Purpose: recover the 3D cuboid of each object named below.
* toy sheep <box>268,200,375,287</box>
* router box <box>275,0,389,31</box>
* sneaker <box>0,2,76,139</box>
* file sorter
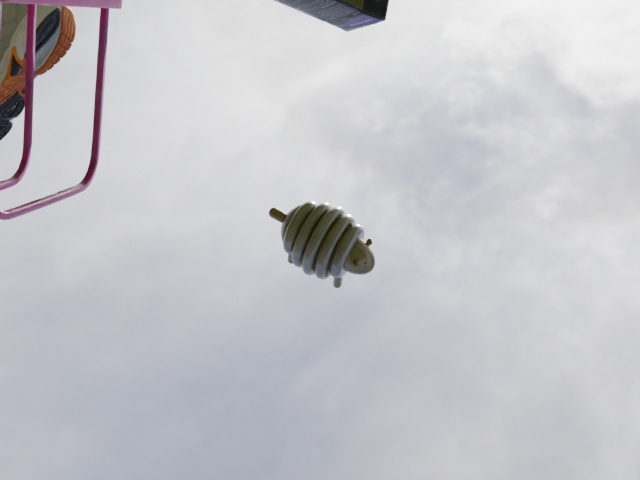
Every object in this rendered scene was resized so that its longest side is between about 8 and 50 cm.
[{"bbox_3d":[0.000,0.000,1.028,0.132,0.091,0.091,24,-112,11],"label":"toy sheep"},{"bbox_3d":[-0.016,-0.425,1.061,0.081,0.242,0.309,0,-101,54],"label":"router box"},{"bbox_3d":[-0.448,-0.230,1.256,0.121,0.099,0.262,37,-96,18],"label":"sneaker"},{"bbox_3d":[-0.337,-0.132,0.743,0.290,0.202,0.182,10,-76,9],"label":"file sorter"}]
